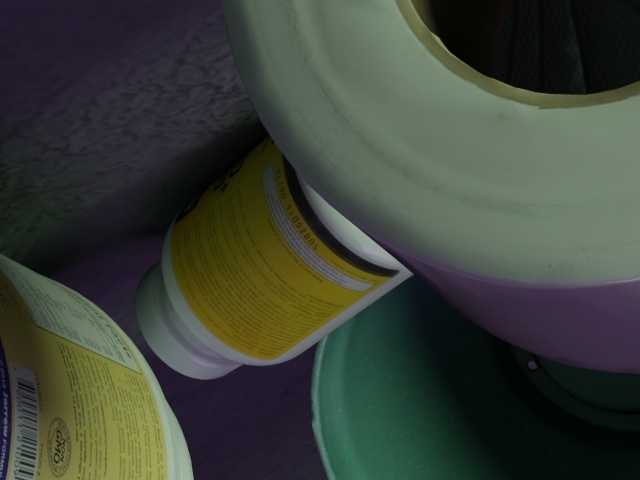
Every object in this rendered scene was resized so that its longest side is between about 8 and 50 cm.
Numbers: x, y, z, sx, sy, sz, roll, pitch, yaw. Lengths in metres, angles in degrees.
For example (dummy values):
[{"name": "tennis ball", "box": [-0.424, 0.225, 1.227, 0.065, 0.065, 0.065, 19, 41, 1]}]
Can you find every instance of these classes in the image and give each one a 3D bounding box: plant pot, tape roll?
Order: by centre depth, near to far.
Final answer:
[{"name": "tape roll", "box": [0.104, -0.085, 0.700, 0.246, 0.246, 0.169, -23, 162, 10]}, {"name": "plant pot", "box": [0.166, 0.084, 1.256, 0.293, 0.293, 0.196, -30, -175, 30]}]

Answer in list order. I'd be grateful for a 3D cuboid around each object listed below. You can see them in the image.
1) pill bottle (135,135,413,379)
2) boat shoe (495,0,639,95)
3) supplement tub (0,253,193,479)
[{"name": "pill bottle", "box": [-0.020, 0.004, 1.056, 0.103, 0.103, 0.184, -2, 155, -42]}, {"name": "boat shoe", "box": [0.185, -0.071, 0.909, 0.320, 0.118, 0.103, -8, 167, 40]}, {"name": "supplement tub", "box": [-0.209, 0.111, 0.953, 0.241, 0.241, 0.331, -23, 162, 9]}]
